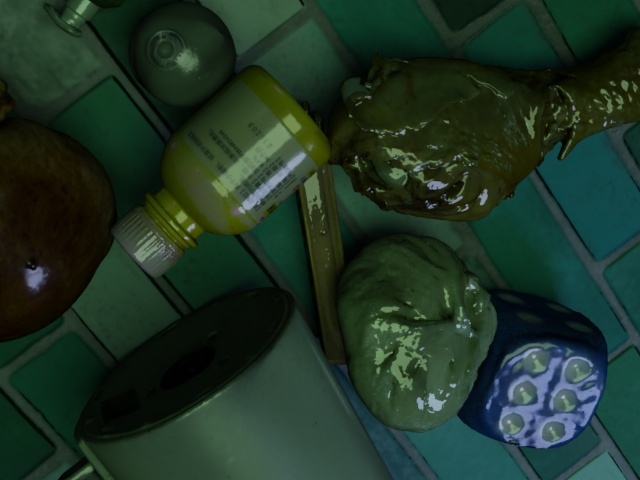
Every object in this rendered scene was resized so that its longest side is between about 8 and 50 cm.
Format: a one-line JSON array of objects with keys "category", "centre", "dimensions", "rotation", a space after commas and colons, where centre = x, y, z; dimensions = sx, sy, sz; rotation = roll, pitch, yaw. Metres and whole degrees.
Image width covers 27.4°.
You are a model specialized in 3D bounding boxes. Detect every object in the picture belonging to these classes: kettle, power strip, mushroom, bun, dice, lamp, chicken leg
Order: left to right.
[{"category": "mushroom", "centre": [-0.329, -0.027, 1.234], "dimensions": [0.263, 0.195, 0.283], "rotation": [-15, 112, -4]}, {"category": "lamp", "centre": [-0.135, -0.181, 1.280], "dimensions": [0.105, 0.105, 0.105], "rotation": [-5, 110, -14]}, {"category": "kettle", "centre": [-0.089, 0.299, 1.356], "dimensions": [0.361, 0.250, 0.377], "rotation": [-35, 108, -9]}, {"category": "power strip", "centre": [0.000, 0.000, 1.403], "dimensions": [0.044, 0.064, 0.306], "rotation": [-10, 111, -5]}, {"category": "bun", "centre": [0.112, 0.093, 1.388], "dimensions": [0.204, 0.126, 0.213], "rotation": [-32, 107, -52]}, {"category": "chicken leg", "centre": [0.203, -0.136, 1.373], "dimensions": [0.429, 0.152, 0.201], "rotation": [-18, 105, -17]}, {"category": "dice", "centre": [0.228, 0.142, 1.475], "dimensions": [0.146, 0.146, 0.143], "rotation": [11, 108, -14]}]

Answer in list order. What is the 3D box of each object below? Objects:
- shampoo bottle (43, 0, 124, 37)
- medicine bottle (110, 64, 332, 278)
[{"category": "shampoo bottle", "centre": [-0.187, -0.284, 1.255], "dimensions": [0.065, 0.065, 0.204], "rotation": [35, 97, -23]}, {"category": "medicine bottle", "centre": [-0.102, -0.057, 1.260], "dimensions": [0.212, 0.122, 0.122], "rotation": [-43, 114, -1]}]
